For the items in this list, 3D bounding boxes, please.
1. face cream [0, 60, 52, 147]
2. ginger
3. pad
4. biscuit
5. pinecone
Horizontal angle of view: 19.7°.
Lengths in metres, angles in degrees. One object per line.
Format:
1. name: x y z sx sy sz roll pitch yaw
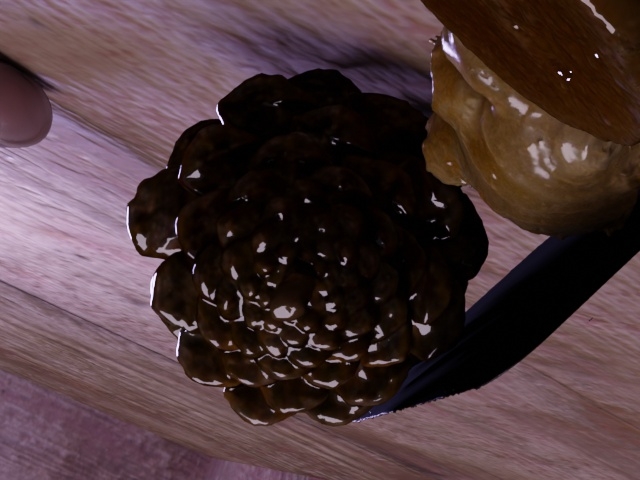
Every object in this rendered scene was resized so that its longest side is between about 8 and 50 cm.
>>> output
1. face cream: -0.354 -0.120 1.566 0.269 0.073 0.107 7 168 38
2. ginger: 0.132 -0.060 1.120 0.157 0.102 0.216 23 168 9
3. pad: 0.139 0.073 1.225 0.063 0.315 0.375 50 165 -1
4. biscuit: 0.064 -0.141 0.798 0.257 0.049 0.273 44 177 -4
5. pinecone: 0.000 0.000 1.285 0.244 0.244 0.309 15 -175 9
